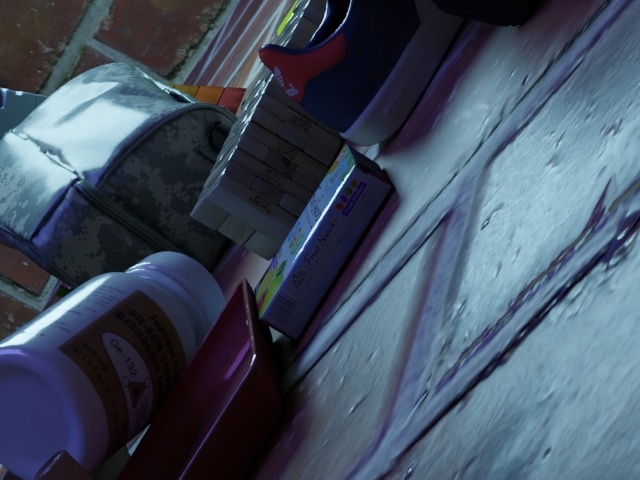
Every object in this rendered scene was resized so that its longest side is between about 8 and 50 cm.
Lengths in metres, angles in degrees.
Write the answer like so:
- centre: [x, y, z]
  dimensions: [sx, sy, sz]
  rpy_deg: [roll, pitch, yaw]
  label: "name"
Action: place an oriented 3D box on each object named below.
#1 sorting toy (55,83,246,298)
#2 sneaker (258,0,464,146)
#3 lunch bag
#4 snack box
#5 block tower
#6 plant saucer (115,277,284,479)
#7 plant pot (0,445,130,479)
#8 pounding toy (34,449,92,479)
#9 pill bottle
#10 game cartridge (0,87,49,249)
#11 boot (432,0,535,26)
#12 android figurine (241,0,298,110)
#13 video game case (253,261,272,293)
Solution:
- centre: [-0.221, -0.054, 2.277]
  dimensions: [0.365, 0.126, 0.127]
  rpy_deg: [-65, 5, -14]
  label: "sorting toy"
- centre: [0.071, -0.257, 1.508]
  dimensions: [0.350, 0.148, 0.131]
  rpy_deg: [-60, 10, -7]
  label: "sneaker"
- centre: [-0.223, -0.066, 2.081]
  dimensions: [0.256, 0.212, 0.305]
  rpy_deg: [-55, 32, -3]
  label: "lunch bag"
- centre: [0.000, 0.000, 1.428]
  dimensions: [0.141, 0.037, 0.100]
  rpy_deg: [-58, 11, 8]
  label: "snack box"
- centre: [-0.016, -0.135, 1.757]
  dimensions: [0.097, 0.091, 0.335]
  rpy_deg: [-47, 15, 54]
  label: "block tower"
- centre: [-0.103, 0.174, 1.406]
  dimensions: [0.259, 0.048, 0.258]
  rpy_deg: [-57, 10, 8]
  label: "plant saucer"
- centre: [-0.238, 0.250, 1.669]
  dimensions: [0.237, 0.110, 0.237]
  rpy_deg: [-56, 11, 16]
  label: "plant pot"
- centre: [-0.227, 0.265, 1.384]
  dimensions: [0.206, 0.094, 0.181]
  rpy_deg: [-50, 5, -8]
  label: "pounding toy"
- centre: [-0.180, 0.101, 1.563]
  dimensions: [0.131, 0.131, 0.229]
  rpy_deg: [-52, -8, 38]
  label: "pill bottle"
- centre: [-0.302, -0.072, 2.287]
  dimensions: [0.062, 0.297, 0.198]
  rpy_deg: [10, 90, 51]
  label: "game cartridge"
- centre: [0.076, -0.294, 1.375]
  dimensions: [0.338, 0.118, 0.223]
  rpy_deg: [22, 78, 35]
  label: "boot"
- centre: [-0.025, -0.223, 2.173]
  dimensions: [0.273, 0.056, 0.248]
  rpy_deg: [-54, 11, 37]
  label: "android figurine"
- centre: [-0.070, 0.082, 1.614]
  dimensions: [0.122, 0.011, 0.087]
  rpy_deg: [-57, 10, 13]
  label: "video game case"
